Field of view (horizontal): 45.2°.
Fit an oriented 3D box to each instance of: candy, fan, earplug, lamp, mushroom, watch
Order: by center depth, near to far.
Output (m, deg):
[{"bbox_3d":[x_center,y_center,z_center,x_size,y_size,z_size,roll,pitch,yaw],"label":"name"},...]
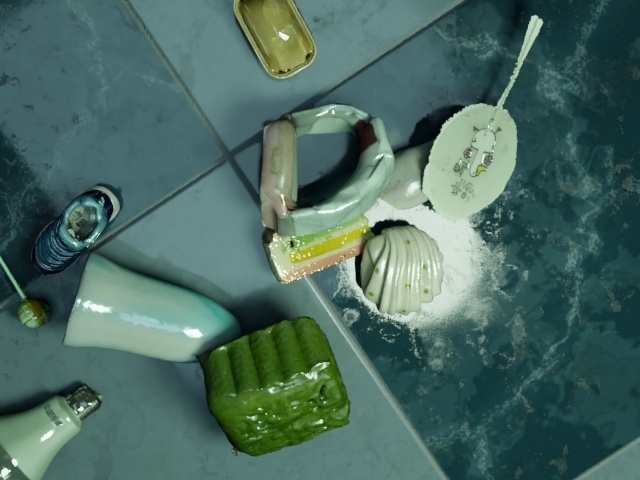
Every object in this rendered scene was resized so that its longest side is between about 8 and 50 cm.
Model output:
[{"bbox_3d":[0.013,-0.132,1.428,0.241,0.162,0.254,2,67,-2],"label":"watch"},{"bbox_3d":[-0.306,0.146,1.467,0.323,0.185,0.185,16,98,-15],"label":"earplug"},{"bbox_3d":[0.328,-0.228,1.476,0.233,0.012,0.415,17,102,-39],"label":"fan"},{"bbox_3d":[-0.590,0.078,1.485,0.061,0.061,0.203,-30,93,0],"label":"candy"},{"bbox_3d":[-0.588,0.381,1.487,0.182,0.182,0.314,40,74,-10],"label":"lamp"},{"bbox_3d":[0.210,-0.148,1.493,0.225,0.093,0.116,-33,80,6],"label":"mushroom"}]

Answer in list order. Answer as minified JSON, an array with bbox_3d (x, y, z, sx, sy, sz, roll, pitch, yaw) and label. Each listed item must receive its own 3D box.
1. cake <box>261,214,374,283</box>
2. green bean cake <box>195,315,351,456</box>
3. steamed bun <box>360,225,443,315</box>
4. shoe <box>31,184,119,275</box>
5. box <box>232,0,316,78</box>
[{"bbox_3d":[-0.008,-0.001,1.524,0.225,0.090,0.110,-22,101,-20],"label":"cake"},{"bbox_3d":[-0.080,0.281,1.453,0.246,0.156,0.250,-18,144,-2],"label":"green bean cake"},{"bbox_3d":[0.166,0.063,1.507,0.182,0.106,0.183,-3,105,-12],"label":"steamed bun"},{"bbox_3d":[-0.470,-0.016,1.447,0.091,0.106,0.207,43,99,-9],"label":"shoe"},{"bbox_3d":[-0.085,-0.390,1.419,0.111,0.111,0.177,-30,101,0],"label":"box"}]
